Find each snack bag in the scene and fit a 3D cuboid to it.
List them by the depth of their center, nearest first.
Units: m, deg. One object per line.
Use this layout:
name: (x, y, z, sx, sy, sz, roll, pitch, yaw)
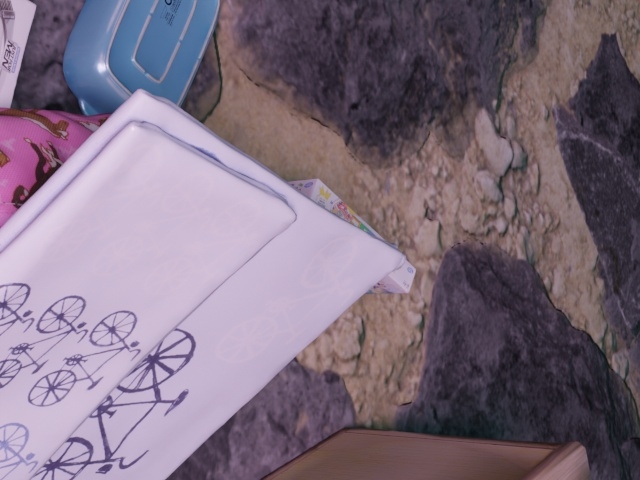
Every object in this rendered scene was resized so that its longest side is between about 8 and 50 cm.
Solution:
snack bag: (-0.125, 0.079, 0.797, 0.323, 0.037, 0.342, -44, 149, 10)

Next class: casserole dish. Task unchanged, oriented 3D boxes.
casserole dish: (-0.136, -0.169, 0.987, 0.114, 0.037, 0.188, 42, 57, -40)

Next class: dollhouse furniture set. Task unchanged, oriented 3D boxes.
dollhouse furniture set: (0.112, 0.382, 1.071, 0.362, 0.256, 0.394, -23, 105, -48)

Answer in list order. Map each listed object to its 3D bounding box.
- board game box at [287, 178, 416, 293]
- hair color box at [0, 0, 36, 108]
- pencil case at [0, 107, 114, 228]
board game box: (0.000, 0.000, 1.082, 0.154, 0.103, 0.026, 41, 58, -39)
hair color box: (-0.278, -0.148, 0.807, 0.167, 0.053, 0.093, 26, 66, -44)
pencil case: (-0.260, -0.018, 0.722, 0.386, 0.167, 0.160, 4, 55, -48)
